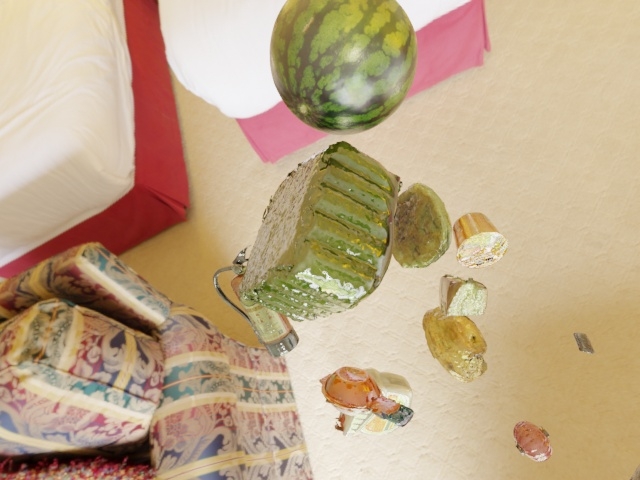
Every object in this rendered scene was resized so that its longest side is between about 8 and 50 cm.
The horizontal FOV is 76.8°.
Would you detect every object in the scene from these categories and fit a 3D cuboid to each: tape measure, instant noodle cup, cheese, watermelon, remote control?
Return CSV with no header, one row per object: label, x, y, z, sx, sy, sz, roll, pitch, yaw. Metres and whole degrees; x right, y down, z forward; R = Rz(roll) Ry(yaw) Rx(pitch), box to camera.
tape measure,0.211,0.630,1.561,0.130,0.266,0.258,-117,43,-68
instant noodle cup,0.677,-0.009,1.755,0.216,0.215,0.172,-21,39,16
cheese,0.141,0.513,1.330,0.330,0.217,0.129,13,104,36
watermelon,0.041,-0.348,0.774,0.286,0.285,0.284,-8,69,21
remote control,0.731,0.282,1.120,0.039,0.096,0.014,8,110,20

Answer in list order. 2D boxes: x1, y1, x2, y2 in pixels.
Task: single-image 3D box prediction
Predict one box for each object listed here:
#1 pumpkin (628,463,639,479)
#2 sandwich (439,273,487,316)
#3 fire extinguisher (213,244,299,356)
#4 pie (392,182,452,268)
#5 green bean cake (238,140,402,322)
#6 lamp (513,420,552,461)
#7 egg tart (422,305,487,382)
pumpkin,0.838,0.620,0.957,0.170,0.148,0.312,2,39,7
sandwich,0.452,0.178,1.281,0.122,0.236,0.128,-1,89,10
fire extinguisher,-0.224,0.205,1.303,0.201,0.113,0.375,-21,107,5
pie,0.334,-0.052,1.417,0.323,0.071,0.322,177,90,-65
green bean cake,0.000,0.000,0.836,0.335,0.218,0.318,-25,42,61
lamp,0.582,0.551,1.110,0.092,0.107,0.107,-39,61,2
egg tart,0.565,0.401,1.644,0.129,0.341,0.341,-48,56,33
